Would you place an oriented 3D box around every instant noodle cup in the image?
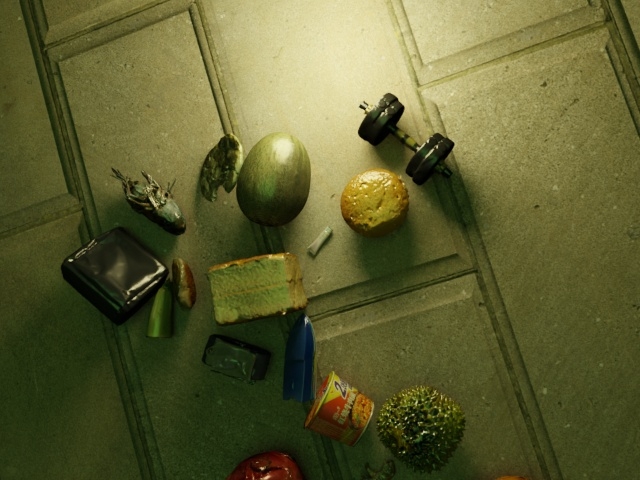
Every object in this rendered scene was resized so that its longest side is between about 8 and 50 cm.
[{"bbox_3d":[0.066,0.567,1.718,0.174,0.213,0.213,29,92,1],"label":"instant noodle cup"}]

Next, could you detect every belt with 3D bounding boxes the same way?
[{"bbox_3d":[-0.296,0.416,1.808,0.230,0.139,0.126,17,89,8],"label":"belt"}]

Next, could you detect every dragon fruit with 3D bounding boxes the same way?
[{"bbox_3d":[-0.183,0.843,1.706,0.295,0.302,0.295,-8,67,20],"label":"dragon fruit"}]

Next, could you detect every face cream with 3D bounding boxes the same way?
[{"bbox_3d":[0.000,0.000,1.842,0.038,0.020,0.115,41,97,9],"label":"face cream"}]

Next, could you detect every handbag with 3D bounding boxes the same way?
[{"bbox_3d":[-0.738,0.126,1.900,0.302,0.275,0.178,37,138,8],"label":"handbag"}]

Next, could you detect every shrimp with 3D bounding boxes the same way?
[{"bbox_3d":[-0.616,-0.170,1.910,0.372,0.137,0.172,48,59,1],"label":"shrimp"}]

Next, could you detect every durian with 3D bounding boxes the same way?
[{"bbox_3d":[0.322,0.602,1.652,0.291,0.224,0.291,0,92,14],"label":"durian"}]

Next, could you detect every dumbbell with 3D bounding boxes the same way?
[{"bbox_3d":[0.283,-0.338,1.730,0.388,0.185,0.185,40,94,9],"label":"dumbbell"}]

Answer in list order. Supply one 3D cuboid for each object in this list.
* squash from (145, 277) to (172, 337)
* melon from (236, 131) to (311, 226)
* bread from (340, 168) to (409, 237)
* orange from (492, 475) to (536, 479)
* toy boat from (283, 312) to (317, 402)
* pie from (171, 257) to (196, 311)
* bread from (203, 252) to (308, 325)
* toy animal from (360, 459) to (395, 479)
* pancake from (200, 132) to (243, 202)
[{"bbox_3d":[-0.575,0.247,1.903,0.094,0.094,0.224,5,79,10],"label":"squash"},{"bbox_3d":[-0.154,-0.204,1.764,0.248,0.248,0.329,15,84,10],"label":"melon"},{"bbox_3d":[0.184,-0.125,1.756,0.240,0.139,0.240,-1,87,10],"label":"bread"},{"bbox_3d":[0.588,0.891,1.543,0.340,0.340,0.293,-26,95,7],"label":"orange"},{"bbox_3d":[-0.064,0.401,1.796,0.129,0.088,0.295,-7,76,38],"label":"toy boat"},{"bbox_3d":[-0.490,0.157,1.851,0.079,0.163,0.193,-10,92,-10],"label":"pie"},{"bbox_3d":[-0.201,0.159,1.738,0.279,0.279,0.207,-14,84,11],"label":"bread"},{"bbox_3d":[0.169,0.840,1.750,0.099,0.057,0.241,25,91,10],"label":"toy animal"},{"bbox_3d":[-0.350,-0.261,1.848,0.253,0.037,0.253,-19,63,43],"label":"pancake"}]
